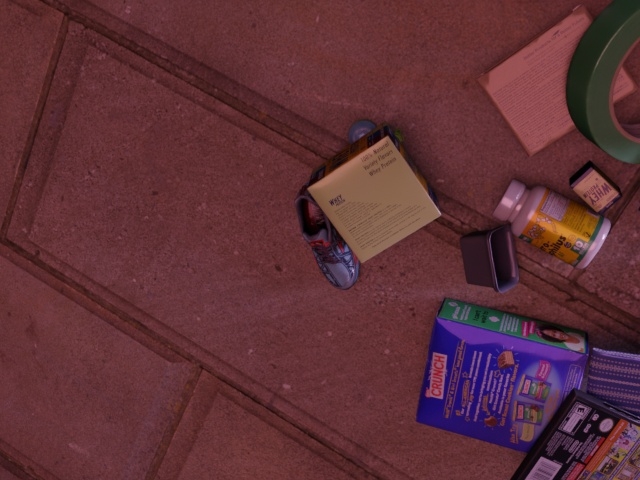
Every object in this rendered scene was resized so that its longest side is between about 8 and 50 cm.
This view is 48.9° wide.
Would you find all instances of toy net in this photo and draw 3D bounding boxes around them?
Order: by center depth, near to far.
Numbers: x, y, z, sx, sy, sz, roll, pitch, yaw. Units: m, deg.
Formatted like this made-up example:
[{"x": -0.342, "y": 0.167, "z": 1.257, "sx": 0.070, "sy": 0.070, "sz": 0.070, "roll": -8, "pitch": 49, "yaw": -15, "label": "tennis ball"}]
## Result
[{"x": 0.106, "y": -0.146, "z": 1.563, "sx": 0.122, "sy": 0.045, "sz": 0.232, "roll": 11, "pitch": 111, "yaw": -1, "label": "toy net"}]

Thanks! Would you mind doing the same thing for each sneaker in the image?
[{"x": 0.000, "y": 0.000, "z": 1.589, "sx": 0.104, "sy": 0.125, "sz": 0.261, "roll": -20, "pitch": 97, "yaw": 23, "label": "sneaker"}]

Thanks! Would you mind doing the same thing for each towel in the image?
[{"x": 0.670, "y": 0.356, "z": 1.444, "sx": 0.243, "sy": 0.040, "sz": 0.335, "roll": 5, "pitch": 127, "yaw": 20, "label": "towel"}]

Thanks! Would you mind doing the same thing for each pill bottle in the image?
[{"x": 0.461, "y": -0.039, "z": 1.424, "sx": 0.209, "sy": 0.117, "sz": 0.117, "roll": 30, "pitch": 112, "yaw": 9, "label": "pill bottle"}]

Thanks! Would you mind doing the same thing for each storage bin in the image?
[{"x": 0.358, "y": 0.035, "z": 1.502, "sx": 0.091, "sy": 0.098, "sz": 0.135, "roll": 1, "pitch": 107, "yaw": 47, "label": "storage bin"}]

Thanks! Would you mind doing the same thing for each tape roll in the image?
[{"x": 0.599, "y": -0.293, "z": 1.240, "sx": 0.322, "sy": 0.077, "sz": 0.321, "roll": -6, "pitch": 122, "yaw": -10, "label": "tape roll"}]

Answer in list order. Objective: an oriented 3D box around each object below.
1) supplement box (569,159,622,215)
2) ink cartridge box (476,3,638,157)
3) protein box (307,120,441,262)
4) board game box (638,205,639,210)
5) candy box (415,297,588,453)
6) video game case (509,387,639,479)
[{"x": 0.544, "y": -0.105, "z": 1.395, "sx": 0.083, "sy": 0.083, "sz": 0.056, "roll": 44, "pitch": 115, "yaw": 2, "label": "supplement box"}, {"x": 0.456, "y": -0.306, "z": 1.369, "sx": 0.235, "sy": 0.088, "sz": 0.193, "roll": -33, "pitch": 91, "yaw": 23, "label": "ink cartridge box"}, {"x": 0.112, "y": -0.102, "z": 1.481, "sx": 0.200, "sy": 0.136, "sz": 0.201, "roll": -32, "pitch": 107, "yaw": 15, "label": "protein box"}, {"x": 0.722, "y": -0.104, "z": 1.303, "sx": 0.194, "sy": 0.060, "sz": 0.194, "roll": 18, "pitch": 107, "yaw": -22, "label": "board game box"}, {"x": 0.390, "y": 0.300, "z": 1.538, "sx": 0.317, "sy": 0.122, "sz": 0.268, "roll": 13, "pitch": 110, "yaw": 14, "label": "candy box"}, {"x": 0.567, "y": 0.464, "z": 1.458, "sx": 0.248, "sy": 0.035, "sz": 0.274, "roll": 25, "pitch": 112, "yaw": 0, "label": "video game case"}]
